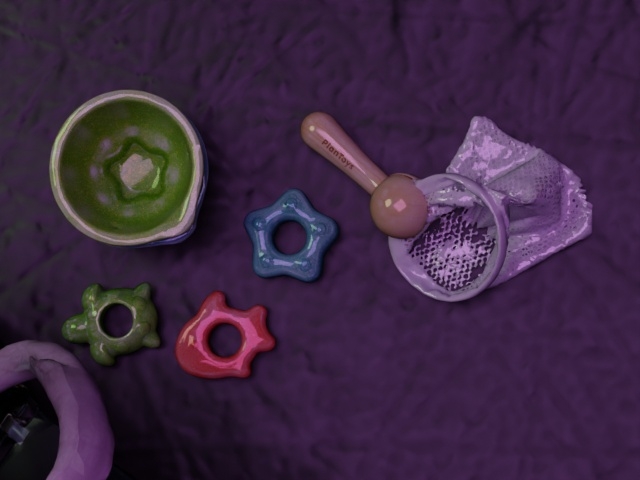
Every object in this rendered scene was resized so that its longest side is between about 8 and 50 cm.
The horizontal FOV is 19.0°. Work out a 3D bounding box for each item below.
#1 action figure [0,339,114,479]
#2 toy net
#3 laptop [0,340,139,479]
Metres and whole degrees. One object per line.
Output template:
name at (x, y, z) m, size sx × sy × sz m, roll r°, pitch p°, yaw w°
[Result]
action figure at (-0.270, 0.160, 0.696) m, size 0.276 × 0.248 × 0.370 m, roll 14°, pitch 103°, yaw -21°
toy net at (0.000, 0.000, 0.824) m, size 0.232 × 0.045 × 0.122 m, roll 1°, pitch 85°, yaw 7°
laptop at (-0.134, 0.180, 0.760) m, size 0.137 × 0.264 × 0.234 m, roll 34°, pitch 89°, yaw -21°
